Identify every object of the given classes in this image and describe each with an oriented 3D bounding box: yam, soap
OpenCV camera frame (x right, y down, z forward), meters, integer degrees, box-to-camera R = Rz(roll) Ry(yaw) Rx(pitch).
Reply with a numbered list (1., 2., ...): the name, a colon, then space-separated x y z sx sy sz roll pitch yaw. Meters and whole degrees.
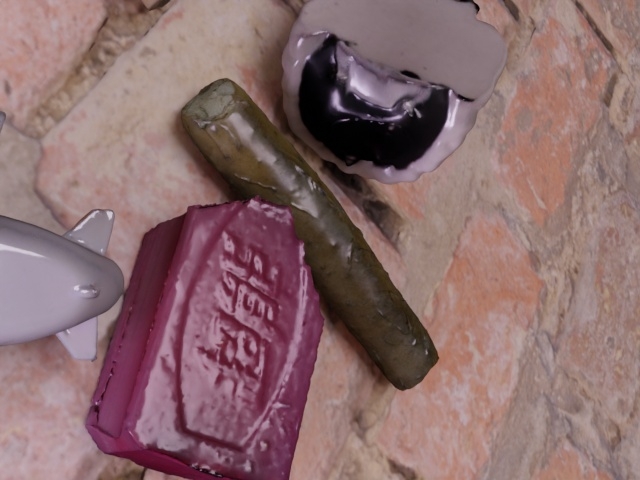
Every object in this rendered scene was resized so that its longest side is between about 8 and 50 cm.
1. yam: 0.000 0.000 0.910 0.371 0.083 0.083 51 52 -21
2. soap: -0.092 0.080 0.799 0.162 0.099 0.249 24 64 -27

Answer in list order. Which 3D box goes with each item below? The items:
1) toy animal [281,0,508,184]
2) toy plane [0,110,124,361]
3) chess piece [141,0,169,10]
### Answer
1. toy animal: 0.070 -0.173 0.954 0.208 0.156 0.204 25 57 0
2. toy plane: -0.256 0.025 0.659 0.245 0.117 0.244 -7 102 -36
3. chess piece: -0.198 -0.370 0.813 0.307 0.139 0.124 50 11 -15
